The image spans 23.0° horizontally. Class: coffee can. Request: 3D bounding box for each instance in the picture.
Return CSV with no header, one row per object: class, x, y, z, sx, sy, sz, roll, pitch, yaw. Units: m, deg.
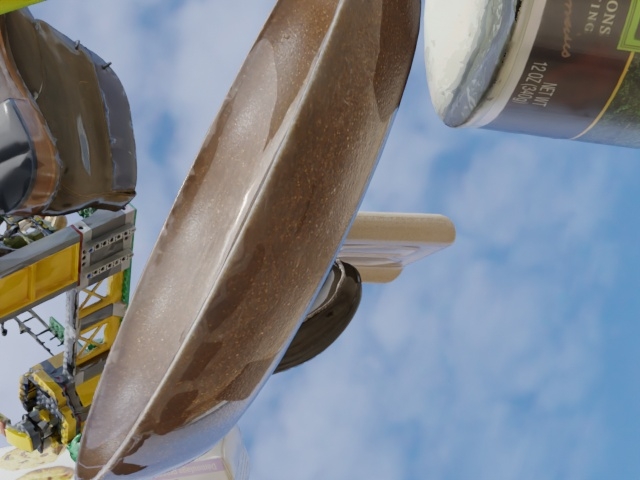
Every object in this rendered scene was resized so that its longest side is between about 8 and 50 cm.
coffee can,0.214,-0.142,0.850,0.275,0.201,0.201,6,-80,-11

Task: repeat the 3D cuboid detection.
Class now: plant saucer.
plant saucer,-0.029,-0.019,0.739,0.050,0.310,0.310,25,-100,-10

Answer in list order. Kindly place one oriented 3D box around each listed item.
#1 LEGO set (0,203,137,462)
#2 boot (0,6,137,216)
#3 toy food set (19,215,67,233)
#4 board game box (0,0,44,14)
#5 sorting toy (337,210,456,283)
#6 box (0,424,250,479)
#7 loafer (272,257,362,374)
LEGO set,-0.286,0.021,1.119,0.192,0.331,0.255,-27,-28,-36
boot,-0.189,-0.109,1.005,0.106,0.082,0.219,9,-122,-53
toy food set,-0.237,-0.017,1.351,0.019,0.122,0.078,26,-111,-25
board game box,-0.126,-0.116,0.562,0.181,0.092,0.043,-19,-55,-13
sorting toy,0.000,0.000,1.357,0.193,0.208,0.038,2,-102,-10
box,-0.219,0.201,1.260,0.067,0.324,0.063,-83,-21,-56
loafer,-0.067,0.066,1.224,0.220,0.080,0.078,-29,-53,-13
